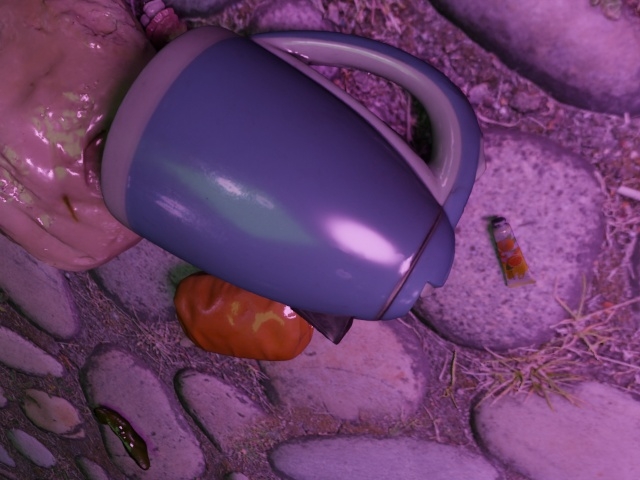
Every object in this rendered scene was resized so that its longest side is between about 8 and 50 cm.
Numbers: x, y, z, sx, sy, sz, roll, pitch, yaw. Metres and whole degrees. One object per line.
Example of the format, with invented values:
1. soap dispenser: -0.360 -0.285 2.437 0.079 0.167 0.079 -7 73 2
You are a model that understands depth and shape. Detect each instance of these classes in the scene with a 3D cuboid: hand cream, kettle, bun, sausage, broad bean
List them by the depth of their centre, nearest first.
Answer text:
1. kettle: 0.002 -0.075 0.530 0.342 0.247 0.319 29 92 8
2. hand cream: 0.234 0.017 0.596 0.035 0.022 0.102 -17 114 25
3. bun: -0.343 -0.146 0.621 0.326 0.234 0.362 22 116 36
4. sausage: -0.123 0.111 0.751 0.241 0.120 0.136 -2 102 26
5. broad bean: -0.461 0.458 1.146 0.195 0.046 0.061 45 138 1

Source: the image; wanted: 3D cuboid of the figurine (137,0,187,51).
1. figurine: -0.184 -0.240 0.621 0.129 0.054 0.072 47 138 -4
